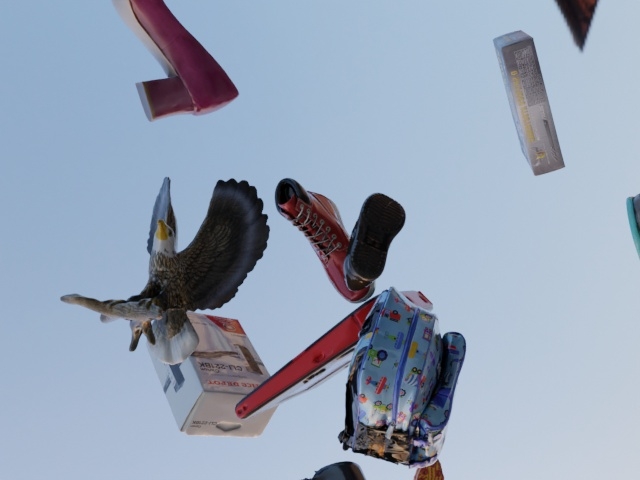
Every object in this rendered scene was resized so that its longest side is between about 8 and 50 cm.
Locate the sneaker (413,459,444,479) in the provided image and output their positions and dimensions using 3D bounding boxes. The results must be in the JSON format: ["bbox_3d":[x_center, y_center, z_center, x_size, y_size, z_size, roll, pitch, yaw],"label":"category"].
[{"bbox_3d":[0.200,0.486,1.341,0.064,0.067,0.175,-2,-65,-11],"label":"sneaker"}]

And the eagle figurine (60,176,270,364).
[{"bbox_3d":[-0.239,0.032,1.153,0.226,0.225,0.298,38,-137,-7],"label":"eagle figurine"}]

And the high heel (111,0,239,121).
[{"bbox_3d":[-0.269,-0.411,1.239,0.181,0.127,0.377,-19,-64,-23],"label":"high heel"}]

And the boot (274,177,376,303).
[{"bbox_3d":[0.000,0.000,1.240,0.176,0.088,0.244,28,-150,-57],"label":"boot"}]

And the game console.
[{"bbox_3d":[0.045,0.214,1.307,0.060,0.342,0.386,53,-167,15],"label":"game console"}]

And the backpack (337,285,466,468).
[{"bbox_3d":[0.093,0.144,0.753,0.158,0.117,0.173,-62,-21,-43],"label":"backpack"}]

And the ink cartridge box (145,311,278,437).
[{"bbox_3d":[-0.230,0.278,1.457,0.197,0.273,0.114,15,-66,-38],"label":"ink cartridge box"}]

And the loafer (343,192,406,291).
[{"bbox_3d":[0.080,0.000,1.160,0.080,0.078,0.220,32,-136,-2],"label":"loafer"}]

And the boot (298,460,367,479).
[{"bbox_3d":[-0.012,0.416,0.877,0.246,0.207,0.094,-36,-62,-7],"label":"boot"}]

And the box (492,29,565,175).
[{"bbox_3d":[0.369,-0.249,1.224,0.183,0.056,0.231,-66,-42,-66],"label":"box"}]

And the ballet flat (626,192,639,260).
[{"bbox_3d":[0.236,0.041,0.417,0.074,0.074,0.203,-58,-44,-27],"label":"ballet flat"}]
